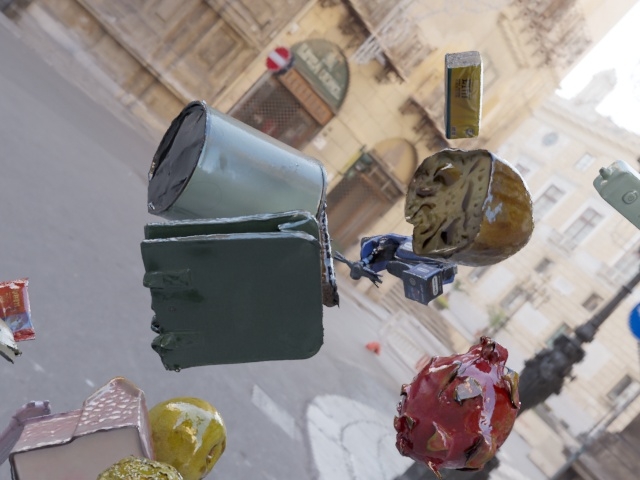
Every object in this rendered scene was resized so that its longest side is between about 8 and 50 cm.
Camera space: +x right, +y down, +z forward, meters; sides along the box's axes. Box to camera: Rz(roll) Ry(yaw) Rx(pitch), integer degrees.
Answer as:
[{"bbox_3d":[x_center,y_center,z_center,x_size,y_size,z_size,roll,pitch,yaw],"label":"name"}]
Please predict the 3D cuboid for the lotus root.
[{"bbox_3d":[0.255,-0.040,1.274,0.180,0.188,0.199,20,-7,-36],"label":"lotus root"}]

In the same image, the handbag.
[{"bbox_3d":[-0.124,0.076,1.115,0.079,0.260,0.247,-102,-171,-51],"label":"handbag"}]

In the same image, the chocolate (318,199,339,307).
[{"bbox_3d":[-0.006,-0.001,1.671,0.102,0.065,0.329,81,0,-49],"label":"chocolate"}]

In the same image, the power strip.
[{"bbox_3d":[0.773,-0.056,1.775,0.385,0.091,0.062,34,29,-21],"label":"power strip"}]

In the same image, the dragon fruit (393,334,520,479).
[{"bbox_3d":[0.160,0.189,0.866,0.133,0.166,0.136,37,-4,-22],"label":"dragon fruit"}]

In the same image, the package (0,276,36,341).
[{"bbox_3d":[-0.737,0.168,1.850,0.022,0.083,0.200,93,-21,-48],"label":"package"}]

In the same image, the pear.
[{"bbox_3d":[-0.329,0.465,1.809,0.209,0.209,0.209,43,2,-2],"label":"pear"}]

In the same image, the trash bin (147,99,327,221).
[{"bbox_3d":[-0.154,-0.105,1.415,0.262,0.217,0.277,22,49,-32],"label":"trash bin"}]

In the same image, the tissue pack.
[{"bbox_3d":[0.316,-0.324,1.706,0.120,0.082,0.169,-78,166,-60],"label":"tissue pack"}]

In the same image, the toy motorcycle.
[{"bbox_3d":[0.209,0.059,2.108,0.358,0.212,0.125,18,-56,47],"label":"toy motorcycle"}]

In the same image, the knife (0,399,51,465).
[{"bbox_3d":[-0.732,0.481,1.724,0.038,0.398,0.132,53,18,24],"label":"knife"}]

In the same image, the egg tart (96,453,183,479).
[{"bbox_3d":[-0.235,0.339,0.987,0.130,0.130,0.052,44,-16,4],"label":"egg tart"}]

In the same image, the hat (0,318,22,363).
[{"bbox_3d":[-0.569,0.160,1.296,0.147,0.085,0.175,6,-4,-30],"label":"hat"}]

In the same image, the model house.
[{"bbox_3d":[-0.419,0.398,1.419,0.237,0.237,0.202,-123,-160,-74],"label":"model house"}]
